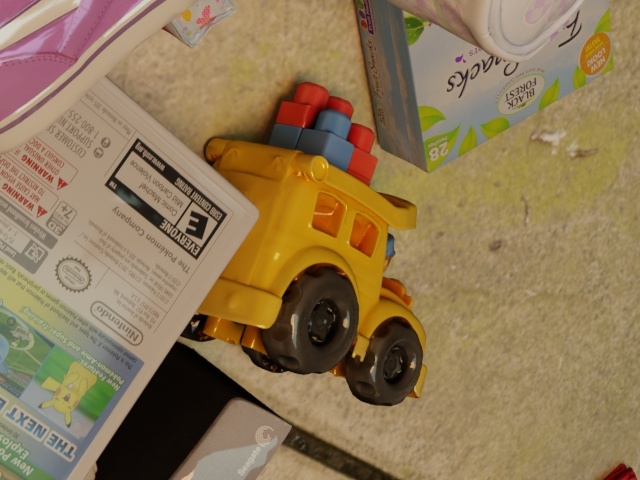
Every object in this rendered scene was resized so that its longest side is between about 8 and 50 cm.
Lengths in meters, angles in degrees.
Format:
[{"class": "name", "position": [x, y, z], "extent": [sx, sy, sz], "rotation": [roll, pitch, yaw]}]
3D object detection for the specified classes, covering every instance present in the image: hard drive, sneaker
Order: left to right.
[{"class": "sneaker", "position": [-0.134, -0.192, 0.820], "extent": [0.282, 0.102, 0.161], "rotation": [-51, 140, -19]}, {"class": "hard drive", "position": [-0.150, 0.190, 1.050], "extent": [0.254, 0.172, 0.054], "rotation": [-50, 125, -8]}]

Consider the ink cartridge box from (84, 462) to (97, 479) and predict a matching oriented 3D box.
[{"class": "ink cartridge box", "position": [-0.268, 0.130, 0.976], "extent": [0.208, 0.087, 0.153], "rotation": [-24, 125, -28]}]

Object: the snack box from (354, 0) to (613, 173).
[{"class": "snack box", "position": [0.131, -0.177, 1.155], "extent": [0.207, 0.070, 0.174], "rotation": [-28, 127, -24]}]

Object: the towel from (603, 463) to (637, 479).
[{"class": "towel", "position": [0.292, 0.389, 1.613], "extent": [0.199, 0.031, 0.275], "rotation": [-36, 131, -19]}]

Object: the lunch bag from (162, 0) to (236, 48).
[{"class": "lunch bag", "position": [-0.102, -0.177, 0.962], "extent": [0.053, 0.071, 0.083], "rotation": [-44, 132, -11]}]

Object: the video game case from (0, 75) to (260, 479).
[{"class": "video game case", "position": [-0.231, 0.006, 0.892], "extent": [0.329, 0.036, 0.300], "rotation": [41, 74, -30]}]

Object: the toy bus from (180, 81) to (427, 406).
[{"class": "toy bus", "position": [0.000, 0.000, 1.107], "extent": [0.220, 0.149, 0.211], "rotation": [30, 76, -46]}]

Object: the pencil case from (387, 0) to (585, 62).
[{"class": "pencil case", "position": [0.044, -0.212, 0.925], "extent": [0.113, 0.273, 0.124], "rotation": [-45, 144, -20]}]
